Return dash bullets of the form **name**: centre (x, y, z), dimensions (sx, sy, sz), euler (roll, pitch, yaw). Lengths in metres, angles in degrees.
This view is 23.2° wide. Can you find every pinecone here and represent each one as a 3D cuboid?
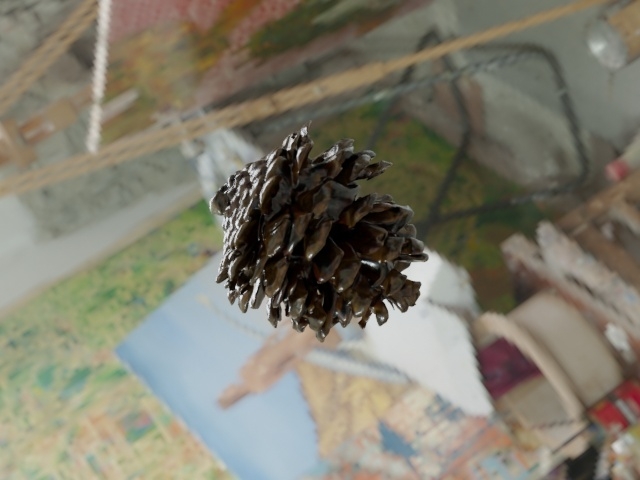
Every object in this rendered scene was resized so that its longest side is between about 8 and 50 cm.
- **pinecone**: centre (0.000, 0.000, 1.167), dimensions (0.173, 0.173, 0.173), euler (48, 159, 25)
